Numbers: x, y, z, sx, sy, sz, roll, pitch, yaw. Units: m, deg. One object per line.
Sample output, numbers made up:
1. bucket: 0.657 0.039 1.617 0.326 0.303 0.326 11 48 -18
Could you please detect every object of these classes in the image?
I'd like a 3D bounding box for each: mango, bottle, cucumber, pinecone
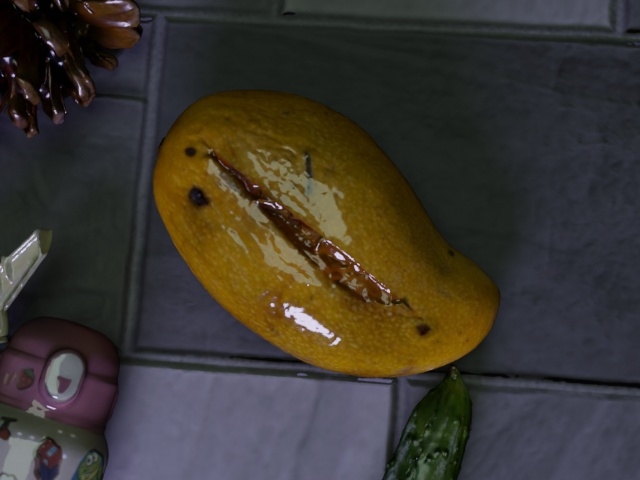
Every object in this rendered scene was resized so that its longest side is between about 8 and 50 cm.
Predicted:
1. mango: -0.001 -0.001 0.865 0.295 0.120 0.177 38 87 8
2. bottle: -0.228 0.183 0.851 0.120 0.120 0.253 16 82 6
3. cucumber: 0.070 0.204 0.858 0.069 0.069 0.228 20 81 7
4. pinecone: -0.250 -0.173 0.895 0.179 0.150 0.195 42 90 4

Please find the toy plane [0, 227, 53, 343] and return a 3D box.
1. toy plane: -0.322 0.063 0.893 0.241 0.104 0.256 -8 74 17
